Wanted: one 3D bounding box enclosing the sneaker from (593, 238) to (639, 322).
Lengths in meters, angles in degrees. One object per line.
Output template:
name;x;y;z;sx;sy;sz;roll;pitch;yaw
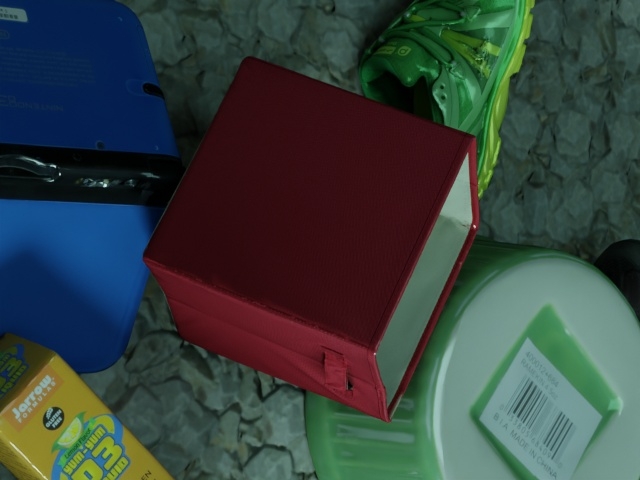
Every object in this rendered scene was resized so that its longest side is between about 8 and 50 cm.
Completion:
sneaker;0.365;0.063;1.833;0.162;0.106;0.281;-55;129;-28

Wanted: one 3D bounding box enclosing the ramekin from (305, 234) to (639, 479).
ramekin;0.150;0.141;1.636;0.303;0.148;0.303;-1;91;-36

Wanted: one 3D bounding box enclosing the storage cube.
storage cube;0.000;0.000;1.458;0.184;0.193;0.215;75;37;-68

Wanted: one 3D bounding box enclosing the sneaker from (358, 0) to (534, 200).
sneaker;0.105;-0.164;1.624;0.123;0.109;0.296;12;84;-39

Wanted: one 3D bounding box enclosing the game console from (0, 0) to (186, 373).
game console;-0.269;-0.048;1.406;0.293;0.173;0.250;3;58;-37

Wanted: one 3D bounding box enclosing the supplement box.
supplement box;-0.176;0.176;1.429;0.078;0.080;0.233;-50;122;-18
